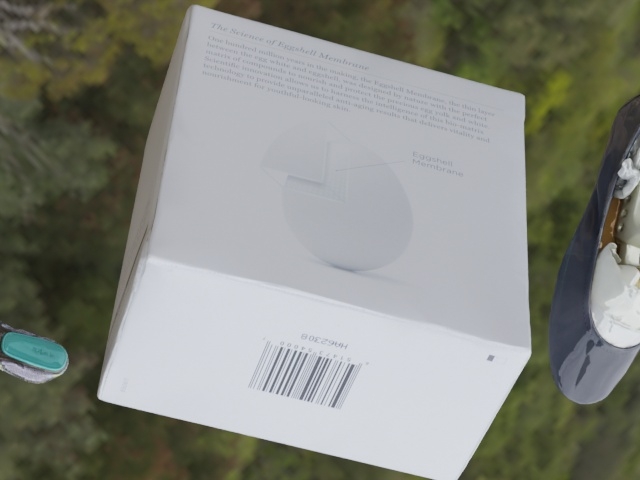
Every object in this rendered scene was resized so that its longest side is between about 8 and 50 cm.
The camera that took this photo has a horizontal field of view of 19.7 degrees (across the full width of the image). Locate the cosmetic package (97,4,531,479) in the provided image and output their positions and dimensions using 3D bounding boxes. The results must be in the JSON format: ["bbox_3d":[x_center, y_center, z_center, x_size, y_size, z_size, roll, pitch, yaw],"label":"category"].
[{"bbox_3d":[0.000,0.000,1.118,0.138,0.224,0.224,114,-13,-45],"label":"cosmetic package"}]

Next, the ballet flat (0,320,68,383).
[{"bbox_3d":[-0.240,0.075,1.330,0.114,0.041,0.041,26,112,-20],"label":"ballet flat"}]

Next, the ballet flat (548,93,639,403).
[{"bbox_3d":[0.192,0.003,1.139,0.074,0.074,0.203,31,74,-64],"label":"ballet flat"}]
